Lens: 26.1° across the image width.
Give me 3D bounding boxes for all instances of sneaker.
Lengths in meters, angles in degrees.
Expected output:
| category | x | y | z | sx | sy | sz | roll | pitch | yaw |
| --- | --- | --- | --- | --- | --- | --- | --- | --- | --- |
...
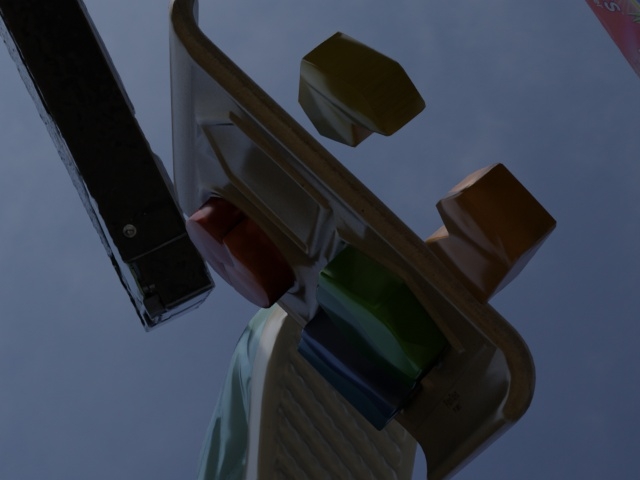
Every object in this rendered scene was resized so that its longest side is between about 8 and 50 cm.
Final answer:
| category | x | y | z | sx | sy | sz | roll | pitch | yaw |
| --- | --- | --- | --- | --- | --- | --- | --- | --- | --- |
| sneaker | -0.023 | 0.203 | 0.862 | 0.135 | 0.150 | 0.366 | 17 | -97 | -15 |

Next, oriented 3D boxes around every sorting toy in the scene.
| category | x | y | z | sx | sy | sz | roll | pitch | yaw |
| --- | --- | --- | --- | --- | --- | --- | --- | --- | --- |
| sorting toy | 0.000 | 0.000 | 0.604 | 0.041 | 0.307 | 0.229 | -39 | -101 | -16 |

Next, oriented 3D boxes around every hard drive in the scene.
| category | x | y | z | sx | sy | sz | roll | pitch | yaw |
| --- | --- | --- | --- | --- | --- | --- | --- | --- | --- |
| hard drive | -0.189 | -0.092 | 1.136 | 0.064 | 0.237 | 0.339 | -25 | -93 | -10 |

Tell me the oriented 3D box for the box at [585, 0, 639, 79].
| category | x | y | z | sx | sy | sz | roll | pitch | yaw |
| --- | --- | --- | --- | --- | --- | --- | --- | --- | --- |
| box | 0.281 | -0.264 | 1.102 | 0.300 | 0.154 | 0.142 | 48 | -16 | -29 |
